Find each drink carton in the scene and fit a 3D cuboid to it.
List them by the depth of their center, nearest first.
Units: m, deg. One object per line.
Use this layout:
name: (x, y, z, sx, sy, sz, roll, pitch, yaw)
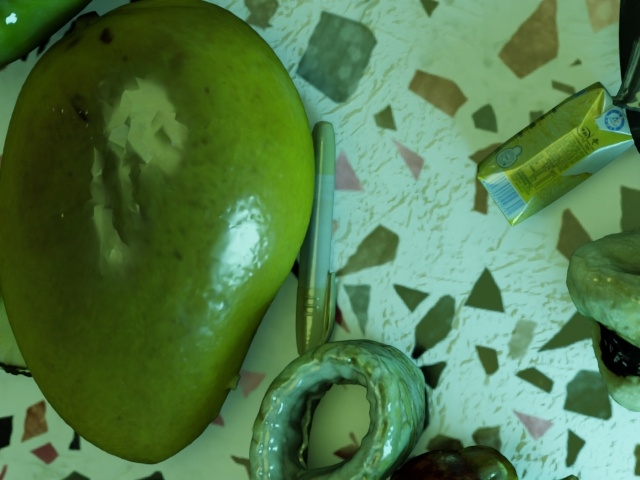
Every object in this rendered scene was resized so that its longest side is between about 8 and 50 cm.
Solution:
drink carton: (0.244, -0.097, 1.774, 0.200, 0.084, 0.074, -36, 94, 9)

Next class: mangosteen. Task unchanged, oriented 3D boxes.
mangosteen: (0.142, 0.253, 1.775, 0.181, 0.156, 0.146, -38, 53, -18)

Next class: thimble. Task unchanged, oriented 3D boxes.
thimble: (0.013, 0.182, 1.791, 0.137, 0.143, 0.190, 33, 96, 10)

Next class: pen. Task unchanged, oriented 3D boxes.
pen: (0.000, 0.000, 1.852, 0.040, 0.032, 0.233, 5, 91, 16)

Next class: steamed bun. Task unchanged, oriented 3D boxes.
steamed bun: (0.314, 0.081, 1.732, 0.141, 0.172, 0.155, 32, 129, 48)

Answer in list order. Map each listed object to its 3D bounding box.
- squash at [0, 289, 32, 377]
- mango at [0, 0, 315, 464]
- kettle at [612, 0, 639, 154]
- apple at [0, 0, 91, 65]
squash: (-0.378, 0.079, 1.944, 0.252, 0.169, 0.093, 6, 87, 46)
mango: (-0.158, -0.007, 1.801, 0.301, 0.220, 0.445, 2, 101, 1)
kettle: (0.388, -0.180, 1.686, 0.268, 0.207, 0.290, 13, 87, -26)
apple: (-0.377, -0.367, 1.725, 0.473, 0.473, 0.474, 0, 90, 13)
